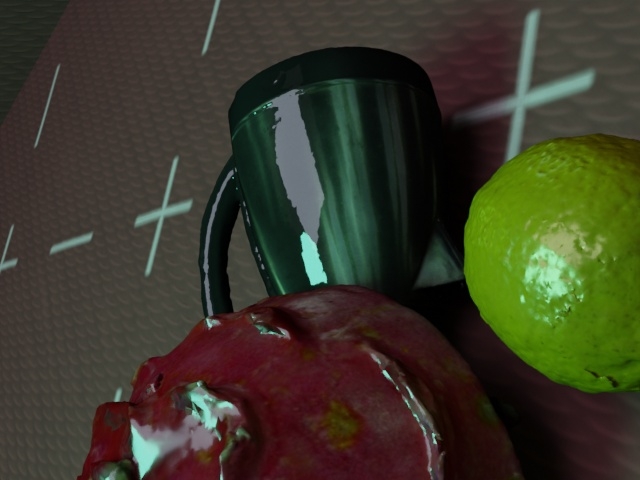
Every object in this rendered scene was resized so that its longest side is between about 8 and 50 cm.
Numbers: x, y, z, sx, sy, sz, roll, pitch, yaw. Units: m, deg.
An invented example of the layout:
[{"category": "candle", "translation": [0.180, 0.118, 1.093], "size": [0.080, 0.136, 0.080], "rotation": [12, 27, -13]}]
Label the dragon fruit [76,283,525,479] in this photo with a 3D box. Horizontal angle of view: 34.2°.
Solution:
[{"category": "dragon fruit", "translation": [-0.040, 0.223, 0.782], "size": [0.371, 0.249, 0.386], "rotation": [-48, 59, 37]}]

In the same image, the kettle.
[{"category": "kettle", "translation": [0.008, -0.007, 0.953], "size": [0.207, 0.250, 0.271], "rotation": [96, 164, -67]}]

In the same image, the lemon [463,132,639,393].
[{"category": "lemon", "translation": [0.189, 0.014, 0.710], "size": [0.193, 0.180, 0.181], "rotation": [170, 120, -80]}]
